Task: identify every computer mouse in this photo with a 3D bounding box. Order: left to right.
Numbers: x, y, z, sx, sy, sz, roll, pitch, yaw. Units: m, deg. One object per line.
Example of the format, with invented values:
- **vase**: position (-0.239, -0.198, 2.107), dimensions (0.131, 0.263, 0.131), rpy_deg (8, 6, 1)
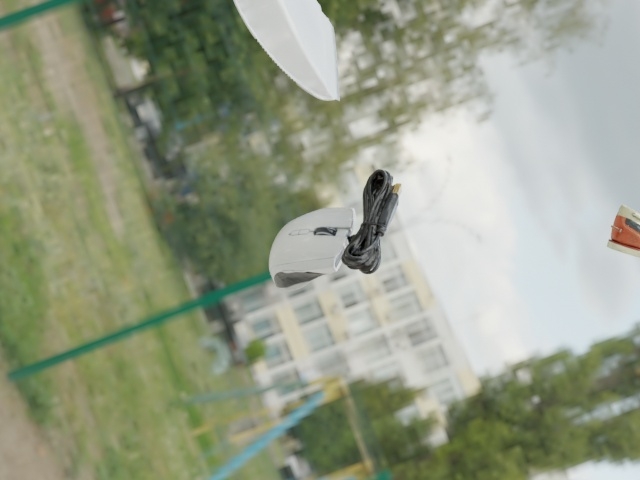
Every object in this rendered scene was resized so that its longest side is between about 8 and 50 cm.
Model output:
- **computer mouse**: position (0.000, 0.000, 1.464), dimensions (0.193, 0.042, 0.106), rpy_deg (-24, -139, 53)

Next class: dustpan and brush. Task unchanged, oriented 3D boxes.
- **dustpan and brush**: position (-0.060, -0.230, 1.503), dimensions (0.211, 0.060, 0.147), rpy_deg (54, 20, -35)

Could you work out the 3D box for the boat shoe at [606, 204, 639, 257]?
- **boat shoe**: position (0.336, 0.003, 1.504), dimensions (0.049, 0.137, 0.043), rpy_deg (-132, -123, -80)
